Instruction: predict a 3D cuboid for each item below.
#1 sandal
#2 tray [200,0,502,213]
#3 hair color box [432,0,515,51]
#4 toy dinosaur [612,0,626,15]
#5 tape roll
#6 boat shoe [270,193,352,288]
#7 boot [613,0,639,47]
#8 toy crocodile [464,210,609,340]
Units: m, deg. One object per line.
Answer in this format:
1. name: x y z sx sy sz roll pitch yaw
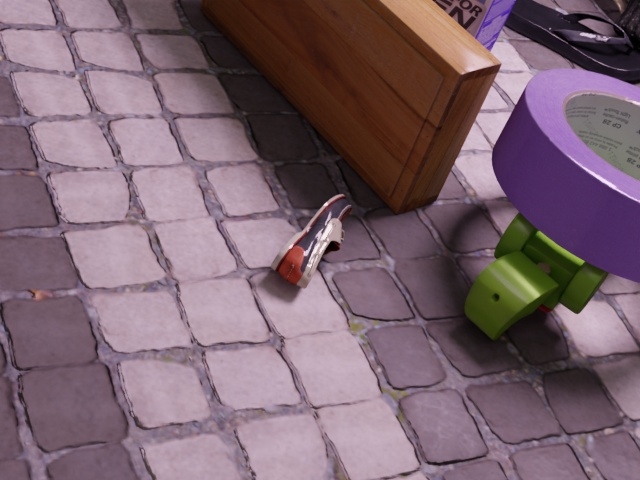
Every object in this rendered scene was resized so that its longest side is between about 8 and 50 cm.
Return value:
1. sandal: 0.391 -0.313 1.623 0.254 0.054 0.097 24 40 1
2. tray: 0.015 -0.243 1.258 0.076 0.203 0.411 -19 55 -37
3. hair color box: 0.185 -0.395 1.398 0.185 0.339 0.110 37 42 16
4. toy dinosaur: 0.441 -0.448 1.793 0.118 0.064 0.268 10 45 -24
5. tape roll: 0.329 -0.074 1.166 0.275 0.090 0.275 16 35 -12
6. boat shoe: 0.000 0.000 1.108 0.043 0.049 0.137 34 44 8
7. boot: 0.521 -0.439 1.682 0.131 0.260 0.348 2 28 -44
8. toy crocodile: 0.271 0.008 1.195 0.115 0.105 0.340 35 37 15
